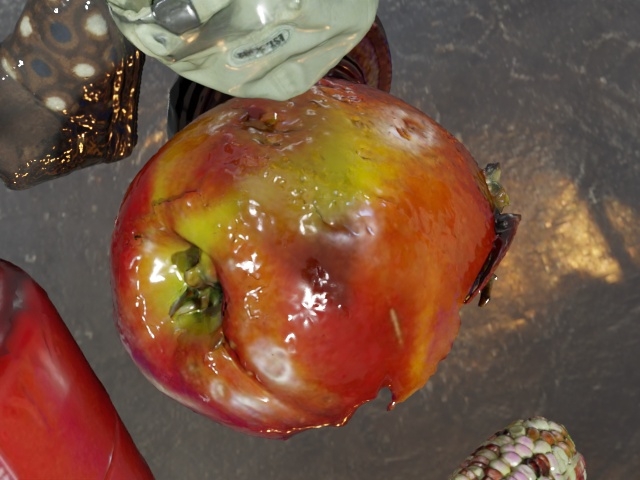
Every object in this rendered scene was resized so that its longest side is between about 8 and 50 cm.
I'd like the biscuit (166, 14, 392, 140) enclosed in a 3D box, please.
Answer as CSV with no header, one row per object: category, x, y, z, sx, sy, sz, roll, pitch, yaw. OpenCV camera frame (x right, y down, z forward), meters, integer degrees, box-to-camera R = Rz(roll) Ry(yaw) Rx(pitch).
biscuit,-0.052,-0.217,1.602,0.407,0.091,0.408,-22,138,-22

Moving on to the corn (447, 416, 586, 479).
corn,0.126,0.245,0.845,0.280,0.092,0.092,-30,146,-36

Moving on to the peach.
peach,0.000,0.000,1.015,0.339,0.353,0.416,-18,176,42

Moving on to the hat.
hat,-0.033,-0.124,0.399,0.122,0.166,0.081,-5,150,-18

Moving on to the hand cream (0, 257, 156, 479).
hand cream,-0.196,0.122,0.451,0.230,0.230,0.149,-18,121,12

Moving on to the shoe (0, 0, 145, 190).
shoe,-0.364,-0.219,1.310,0.237,0.171,0.384,-23,157,-24
